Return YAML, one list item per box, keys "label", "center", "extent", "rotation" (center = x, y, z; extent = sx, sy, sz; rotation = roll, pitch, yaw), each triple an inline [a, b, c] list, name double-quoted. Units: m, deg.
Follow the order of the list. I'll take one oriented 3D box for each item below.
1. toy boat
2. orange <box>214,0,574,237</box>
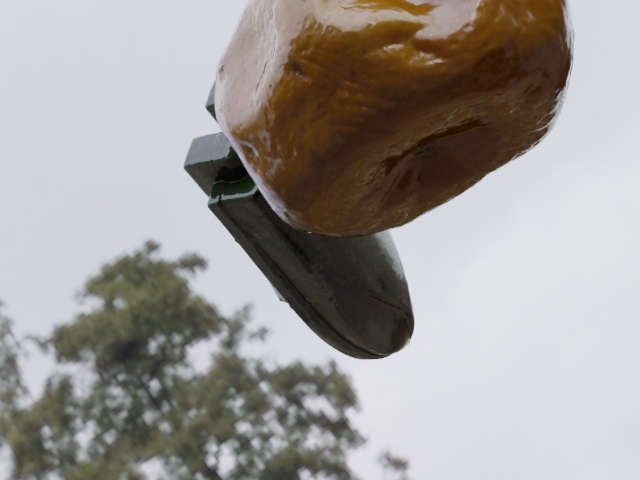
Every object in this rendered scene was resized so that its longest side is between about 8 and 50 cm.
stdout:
- label: "toy boat"
  center: [0.000, 0.000, 1.241]
  extent: [0.092, 0.141, 0.319]
  rotation: [-7, -41, 30]
- label: "orange"
  center: [0.044, -0.117, 1.001]
  extent: [0.249, 0.183, 0.249]
  rotation: [-21, -21, -9]
